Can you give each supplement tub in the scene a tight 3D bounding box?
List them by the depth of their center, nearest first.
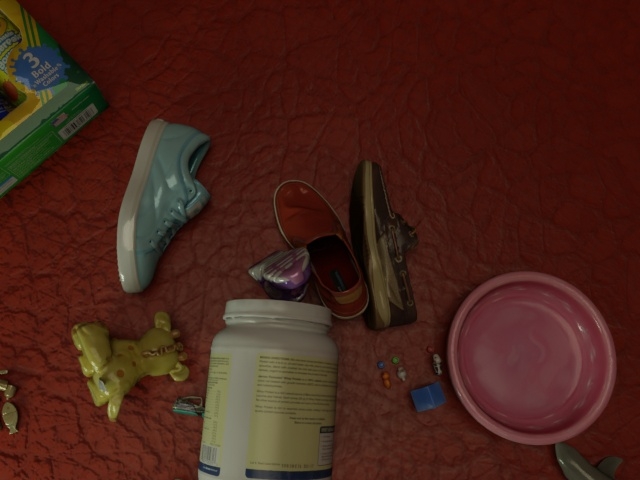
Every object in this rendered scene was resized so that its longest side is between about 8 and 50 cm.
[{"bbox_3d":[-0.088,0.280,1.121,0.235,0.235,0.325,5,77,-2],"label":"supplement tub"}]

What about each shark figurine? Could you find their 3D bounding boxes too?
[{"bbox_3d":[0.596,0.471,1.175,0.277,0.116,0.167,1,78,-1],"label":"shark figurine"}]

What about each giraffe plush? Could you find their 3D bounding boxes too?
[{"bbox_3d":[-0.348,0.217,1.168,0.170,0.210,0.182,-19,111,-31],"label":"giraffe plush"}]

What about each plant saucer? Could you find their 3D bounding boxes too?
[{"bbox_3d":[0.407,0.230,1.234,0.331,0.084,0.333,1,76,-2],"label":"plant saucer"}]

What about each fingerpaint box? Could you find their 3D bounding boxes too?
[{"bbox_3d":[-0.726,-0.280,1.232,0.445,0.163,0.371,-44,90,-11],"label":"fingerpaint box"}]

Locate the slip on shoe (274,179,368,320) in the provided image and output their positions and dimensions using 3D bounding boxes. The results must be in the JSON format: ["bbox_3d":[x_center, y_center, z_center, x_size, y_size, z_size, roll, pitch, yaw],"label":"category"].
[{"bbox_3d":[0.000,0.000,1.234,0.122,0.101,0.332,-22,61,-9],"label":"slip on shoe"}]

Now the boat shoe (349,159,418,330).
[{"bbox_3d":[0.137,0.005,1.260,0.123,0.123,0.342,-5,81,-12],"label":"boat shoe"}]

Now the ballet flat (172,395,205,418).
[{"bbox_3d":[-0.228,0.326,1.206,0.114,0.041,0.041,16,77,0],"label":"ballet flat"}]

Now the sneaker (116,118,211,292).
[{"bbox_3d":[-0.302,-0.069,1.242,0.149,0.135,0.366,8,78,2],"label":"sneaker"}]

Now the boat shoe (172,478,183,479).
[{"bbox_3d":[-0.316,0.537,1.132,0.070,0.078,0.220,22,79,1],"label":"boat shoe"}]

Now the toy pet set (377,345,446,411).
[{"bbox_3d":[0.189,0.275,1.222,0.122,0.065,0.114,-18,79,-6],"label":"toy pet set"}]

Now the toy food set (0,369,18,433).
[{"bbox_3d":[-0.622,0.313,1.200,0.077,0.019,0.122,-7,85,-4],"label":"toy food set"}]

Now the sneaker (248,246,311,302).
[{"bbox_3d":[-0.061,0.078,1.185,0.095,0.236,0.105,-31,98,-16],"label":"sneaker"}]
